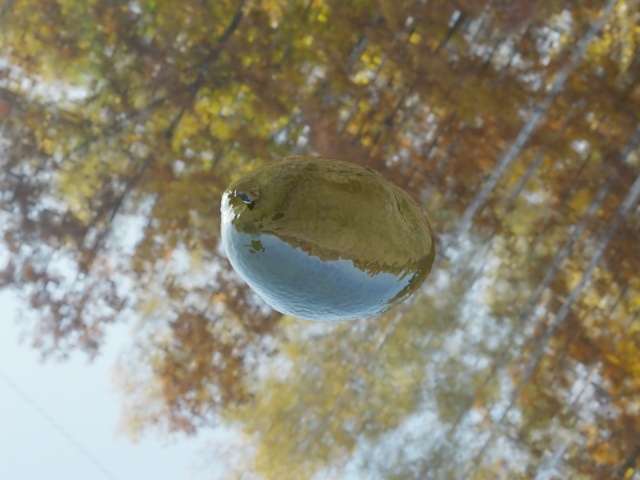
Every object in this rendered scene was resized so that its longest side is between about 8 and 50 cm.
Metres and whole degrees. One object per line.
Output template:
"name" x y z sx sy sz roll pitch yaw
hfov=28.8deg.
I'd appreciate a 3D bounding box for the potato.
"potato" 0.000 0.000 1.153 0.251 0.174 0.159 32 -149 -53
